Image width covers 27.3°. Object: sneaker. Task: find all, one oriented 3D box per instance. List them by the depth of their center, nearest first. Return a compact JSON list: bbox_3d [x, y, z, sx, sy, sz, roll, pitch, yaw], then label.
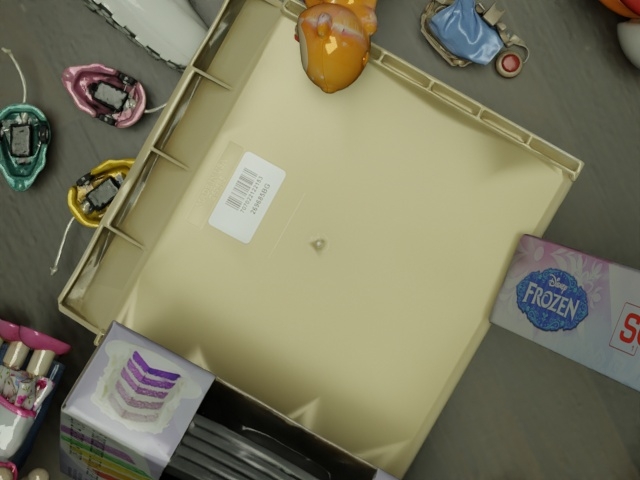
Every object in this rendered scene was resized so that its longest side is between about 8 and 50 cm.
[{"bbox_3d":[-0.148,-0.214,0.912,0.235,0.090,0.095,45,84,-3],"label":"sneaker"}]

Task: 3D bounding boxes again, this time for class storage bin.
[{"bbox_3d":[0.000,0.000,0.899,0.260,0.123,0.262,30,94,0],"label":"storage bin"}]

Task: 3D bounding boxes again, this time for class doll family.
[{"bbox_3d":[-0.238,0.133,0.886,0.118,0.263,0.163,31,77,-42],"label":"doll family"}]

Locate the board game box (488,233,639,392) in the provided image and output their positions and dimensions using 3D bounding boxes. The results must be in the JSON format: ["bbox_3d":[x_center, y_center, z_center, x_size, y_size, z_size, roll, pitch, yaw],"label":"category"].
[{"bbox_3d":[0.307,0.100,0.750,0.319,0.318,0.065,21,92,-25],"label":"board game box"}]

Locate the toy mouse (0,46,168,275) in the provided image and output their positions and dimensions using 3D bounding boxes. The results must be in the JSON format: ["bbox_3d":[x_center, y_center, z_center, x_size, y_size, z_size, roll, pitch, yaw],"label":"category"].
[{"bbox_3d":[-0.178,-0.081,0.943,0.161,0.031,0.143,-42,92,3],"label":"toy mouse"}]

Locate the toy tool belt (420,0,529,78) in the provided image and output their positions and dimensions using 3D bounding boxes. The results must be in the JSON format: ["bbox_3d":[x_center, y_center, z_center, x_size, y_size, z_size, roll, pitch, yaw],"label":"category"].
[{"bbox_3d":[0.109,-0.144,0.923,0.083,0.051,0.052,38,93,-1],"label":"toy tool belt"}]

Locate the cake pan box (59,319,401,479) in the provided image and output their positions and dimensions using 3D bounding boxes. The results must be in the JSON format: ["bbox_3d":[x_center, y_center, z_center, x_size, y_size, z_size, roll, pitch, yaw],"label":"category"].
[{"bbox_3d":[-0.046,0.161,0.839,0.246,0.267,0.070,28,69,-3],"label":"cake pan box"}]

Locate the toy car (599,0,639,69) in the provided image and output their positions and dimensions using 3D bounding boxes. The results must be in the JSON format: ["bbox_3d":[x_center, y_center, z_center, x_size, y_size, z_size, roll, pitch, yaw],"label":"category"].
[{"bbox_3d":[0.253,-0.186,0.852,0.182,0.136,0.159,10,101,41],"label":"toy car"}]

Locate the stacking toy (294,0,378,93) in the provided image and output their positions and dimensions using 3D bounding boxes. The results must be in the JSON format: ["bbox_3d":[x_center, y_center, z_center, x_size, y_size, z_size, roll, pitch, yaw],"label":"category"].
[{"bbox_3d":[0.023,-0.236,0.806,0.166,0.175,0.301,7,83,10],"label":"stacking toy"}]
